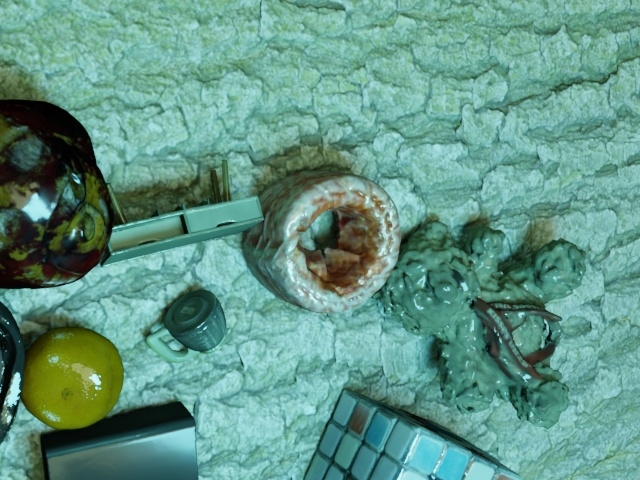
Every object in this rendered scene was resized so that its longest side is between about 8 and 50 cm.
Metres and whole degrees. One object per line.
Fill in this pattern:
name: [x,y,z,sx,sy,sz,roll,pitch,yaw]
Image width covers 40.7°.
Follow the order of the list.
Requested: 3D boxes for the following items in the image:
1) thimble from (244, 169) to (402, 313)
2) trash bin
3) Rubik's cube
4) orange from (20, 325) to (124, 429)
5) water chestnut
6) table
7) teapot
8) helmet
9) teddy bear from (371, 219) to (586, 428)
thimble: [0.000,0.000,1.422,0.239,0.162,0.239,-6,103,-27]
trash bin: [-0.310,0.362,1.348,0.225,0.115,0.165,-7,100,-23]
Rubik's cube: [0.142,0.441,1.500,0.256,0.253,0.259,27,84,-26]
orange: [-0.372,0.204,1.290,0.156,0.124,0.156,-2,103,-8]
water chestnut: [-0.418,-0.058,1.156,0.244,0.289,0.289,-31,111,5]
table: [-0.228,-0.047,1.331,0.240,0.121,0.111,-14,86,-24]
teapot: [-0.205,0.143,1.396,0.091,0.124,0.092,60,29,-36]
helmet: [-0.523,0.179,1.200,0.198,0.154,0.253,11,110,-34]
teddy bear: [0.275,0.129,1.550,0.367,0.224,0.357,21,74,-25]
